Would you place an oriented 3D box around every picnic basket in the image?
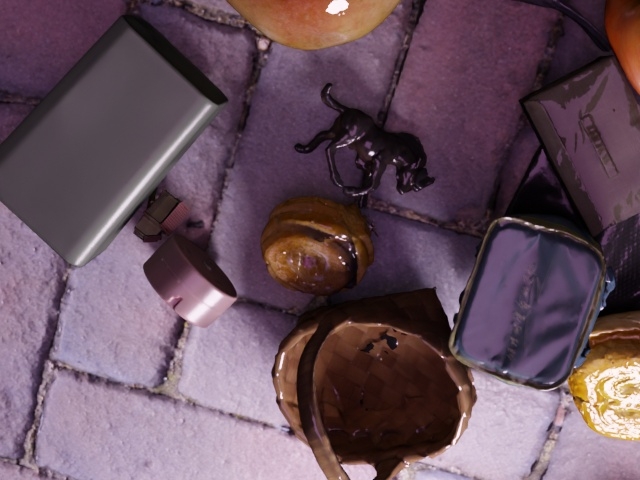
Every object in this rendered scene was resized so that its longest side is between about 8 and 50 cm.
[{"bbox_3d":[0.060,0.254,1.687,0.337,0.337,0.293,-20,105,9],"label":"picnic basket"}]

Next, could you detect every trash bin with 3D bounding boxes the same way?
[{"bbox_3d":[-0.336,-0.163,1.694,0.223,0.158,0.343,43,101,-4],"label":"trash bin"}]

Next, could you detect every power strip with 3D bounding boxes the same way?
[{"bbox_3d":[-0.212,0.065,1.761,0.154,0.154,0.078,44,98,-10],"label":"power strip"}]

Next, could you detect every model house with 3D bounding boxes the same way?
[{"bbox_3d":[-0.261,-0.033,1.767,0.058,0.057,0.083,37,70,1],"label":"model house"}]

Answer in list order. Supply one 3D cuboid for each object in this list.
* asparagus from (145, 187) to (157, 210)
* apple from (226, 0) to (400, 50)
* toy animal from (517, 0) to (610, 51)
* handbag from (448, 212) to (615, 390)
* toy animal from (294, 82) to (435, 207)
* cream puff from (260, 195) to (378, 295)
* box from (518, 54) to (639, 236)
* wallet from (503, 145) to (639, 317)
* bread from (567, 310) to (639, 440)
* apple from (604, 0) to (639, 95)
[{"bbox_3d":[-0.278,-0.098,1.785,0.015,0.014,0.114,6,108,-16],"label":"asparagus"},{"bbox_3d":[-0.005,-0.444,1.520,0.339,0.305,0.338,1,95,9],"label":"apple"},{"bbox_3d":[0.294,-0.426,1.614,0.367,0.081,0.205,15,117,-4],"label":"toy animal"},{"bbox_3d":[0.326,0.088,1.646,0.222,0.241,0.263,20,98,12],"label":"handbag"},{"bbox_3d":[0.069,-0.145,1.728,0.233,0.084,0.148,41,93,-8],"label":"toy animal"},{"bbox_3d":[0.000,0.000,1.737,0.189,0.129,0.189,9,136,9],"label":"cream puff"},{"bbox_3d":[0.422,-0.147,1.640,0.149,0.155,0.231,-28,93,10],"label":"box"},{"bbox_3d":[0.457,0.005,1.765,0.323,0.041,0.247,25,106,1],"label":"wallet"},{"bbox_3d":[0.510,0.229,1.778,0.198,0.120,0.236,-11,116,22],"label":"bread"},{"bbox_3d":[0.521,-0.307,1.544,0.241,0.242,0.242,35,107,-32],"label":"apple"}]
